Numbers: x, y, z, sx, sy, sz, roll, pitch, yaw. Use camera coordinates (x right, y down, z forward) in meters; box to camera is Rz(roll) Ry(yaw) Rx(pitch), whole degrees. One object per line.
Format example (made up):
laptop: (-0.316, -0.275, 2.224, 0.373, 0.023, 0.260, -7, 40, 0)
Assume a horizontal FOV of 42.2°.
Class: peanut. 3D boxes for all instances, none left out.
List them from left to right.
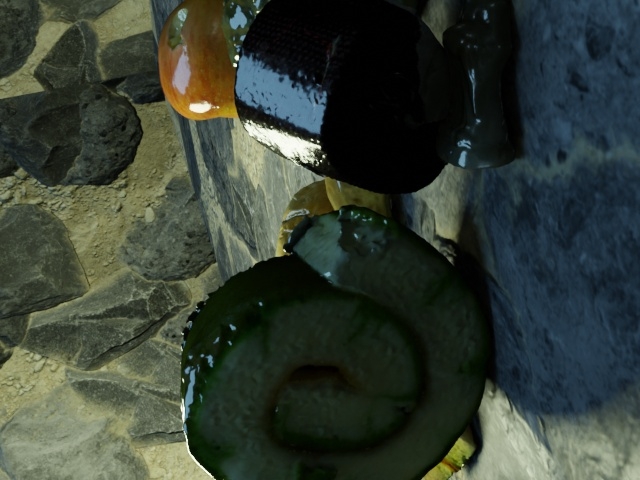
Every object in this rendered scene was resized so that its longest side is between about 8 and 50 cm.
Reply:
peanut: (0.061, -0.041, 1.195, 0.103, 0.098, 0.229, -41, -53, -59)

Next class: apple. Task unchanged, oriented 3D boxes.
apple: (-0.185, -0.350, 1.550, 0.242, 0.242, 0.241, -162, 65, -73)

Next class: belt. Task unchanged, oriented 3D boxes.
belt: (0.031, -0.151, 0.853, 0.164, 0.289, 0.184, 22, 93, 30)

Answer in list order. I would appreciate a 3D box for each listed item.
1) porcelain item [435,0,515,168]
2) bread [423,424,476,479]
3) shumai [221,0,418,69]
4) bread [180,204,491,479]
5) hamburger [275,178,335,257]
porcelain item: (0.151, -0.179, 0.800, 0.081, 0.069, 0.216, -124, 29, -65)
bread: (0.130, 0.205, 1.223, 0.264, 0.163, 0.168, 38, 140, 11)
shumai: (-0.007, -0.308, 0.990, 0.261, 0.225, 0.222, 109, 157, -54)
bread: (0.018, 0.143, 0.984, 0.129, 0.366, 0.382, -137, 52, -67)
hamburger: (0.000, 0.000, 1.374, 0.135, 0.155, 0.208, 180, 83, -71)
